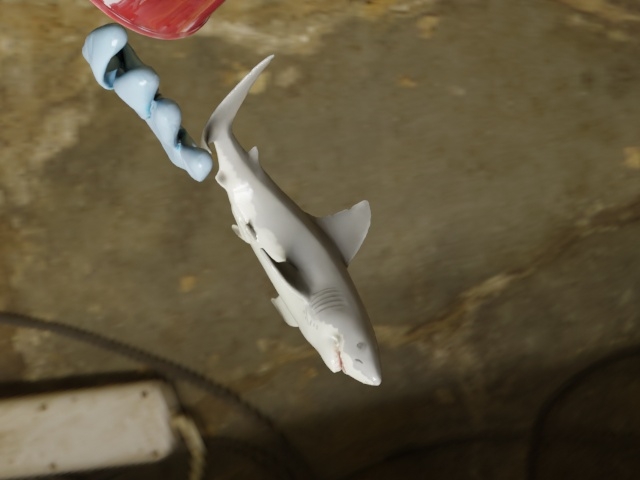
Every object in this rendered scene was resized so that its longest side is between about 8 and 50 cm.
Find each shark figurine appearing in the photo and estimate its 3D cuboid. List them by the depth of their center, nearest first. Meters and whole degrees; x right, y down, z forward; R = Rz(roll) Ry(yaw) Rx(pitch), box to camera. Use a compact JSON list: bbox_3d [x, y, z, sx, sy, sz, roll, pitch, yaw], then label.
[{"bbox_3d":[-0.016,-0.022,1.657,0.116,0.166,0.278,-31,103,-10],"label":"shark figurine"}]

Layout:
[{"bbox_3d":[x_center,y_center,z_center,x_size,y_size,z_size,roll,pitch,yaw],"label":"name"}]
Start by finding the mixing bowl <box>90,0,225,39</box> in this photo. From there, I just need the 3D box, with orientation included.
[{"bbox_3d":[-0.074,-0.208,1.036,0.098,0.181,0.181,-23,87,31],"label":"mixing bowl"}]

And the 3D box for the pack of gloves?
[{"bbox_3d":[-0.119,-0.098,0.857,0.046,0.232,0.195,-34,94,-3],"label":"pack of gloves"}]
